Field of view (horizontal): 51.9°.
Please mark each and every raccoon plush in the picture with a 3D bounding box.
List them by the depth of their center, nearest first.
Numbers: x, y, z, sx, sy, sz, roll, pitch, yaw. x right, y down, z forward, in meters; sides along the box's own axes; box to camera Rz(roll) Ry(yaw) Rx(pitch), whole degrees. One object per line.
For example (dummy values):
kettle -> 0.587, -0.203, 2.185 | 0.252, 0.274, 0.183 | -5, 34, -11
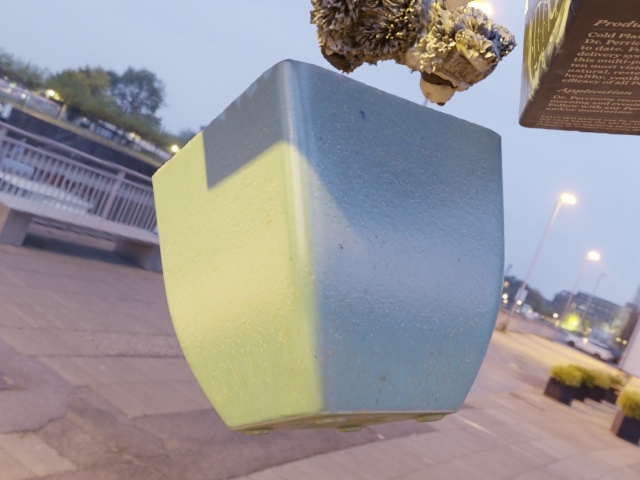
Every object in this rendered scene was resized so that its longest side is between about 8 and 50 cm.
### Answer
raccoon plush -> 0.142, -0.426, 1.036 | 0.299, 0.216, 0.446 | 10, -42, 31

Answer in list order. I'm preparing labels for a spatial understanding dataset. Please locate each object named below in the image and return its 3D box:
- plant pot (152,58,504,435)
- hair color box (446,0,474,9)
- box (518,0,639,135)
plant pot -> 0.008, 0.038, 0.586 | 0.248, 0.252, 0.247 | 10, -23, -35
hair color box -> 0.131, -0.197, 0.332 | 0.167, 0.053, 0.093 | -12, -55, 31
box -> 0.382, -0.394, 0.639 | 0.297, 0.480, 0.472 | 5, -7, 8
